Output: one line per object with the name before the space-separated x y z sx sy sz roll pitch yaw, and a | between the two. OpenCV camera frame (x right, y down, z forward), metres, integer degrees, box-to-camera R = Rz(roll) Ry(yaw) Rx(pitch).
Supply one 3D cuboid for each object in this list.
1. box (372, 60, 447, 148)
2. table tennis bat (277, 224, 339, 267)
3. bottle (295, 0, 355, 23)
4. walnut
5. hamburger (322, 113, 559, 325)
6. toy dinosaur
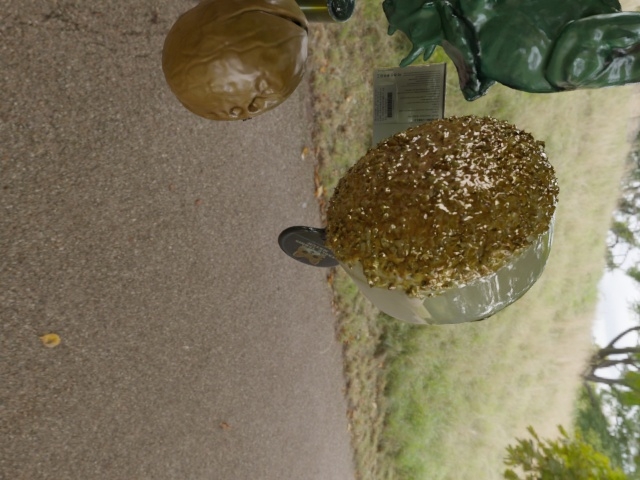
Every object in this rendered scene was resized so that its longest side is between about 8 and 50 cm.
box | 0.157 -0.186 0.776 0.033 0.129 0.247 -27 119 -70
table tennis bat | 0.000 0.000 0.868 0.150 0.236 0.027 24 61 -15
bottle | -0.038 -0.565 1.026 0.082 0.286 0.082 -20 124 -32
walnut | -0.117 -0.243 0.547 0.087 0.211 0.167 -38 105 -81
hamburger | 0.140 -0.039 0.537 0.294 0.276 0.179 -86 153 -55
toy dinosaur | 0.165 -0.148 0.268 0.079 0.292 0.120 -37 126 -36
